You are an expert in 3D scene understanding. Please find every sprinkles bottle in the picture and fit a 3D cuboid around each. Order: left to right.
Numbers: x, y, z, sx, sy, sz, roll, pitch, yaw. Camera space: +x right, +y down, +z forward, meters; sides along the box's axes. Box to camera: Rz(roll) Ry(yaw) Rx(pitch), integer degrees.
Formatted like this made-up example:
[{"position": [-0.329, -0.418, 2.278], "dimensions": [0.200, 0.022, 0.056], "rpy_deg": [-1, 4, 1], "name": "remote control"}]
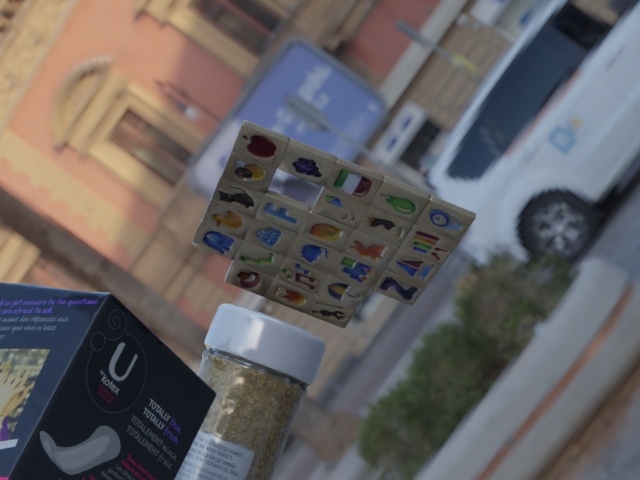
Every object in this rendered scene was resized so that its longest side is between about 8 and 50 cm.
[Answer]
[{"position": [-0.111, 0.247, 1.658], "dimensions": [0.121, 0.121, 0.355], "rpy_deg": [104, -173, -84], "name": "sprinkles bottle"}]

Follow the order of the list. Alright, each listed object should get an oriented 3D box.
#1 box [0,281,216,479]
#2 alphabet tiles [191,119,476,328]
[{"position": [-0.231, 0.190, 1.313], "dimensions": [0.143, 0.165, 0.270], "rpy_deg": [4, 57, 39], "name": "box"}, {"position": [0.000, 0.000, 1.359], "dimensions": [0.237, 0.198, 0.009], "rpy_deg": [120, 170, -57], "name": "alphabet tiles"}]
